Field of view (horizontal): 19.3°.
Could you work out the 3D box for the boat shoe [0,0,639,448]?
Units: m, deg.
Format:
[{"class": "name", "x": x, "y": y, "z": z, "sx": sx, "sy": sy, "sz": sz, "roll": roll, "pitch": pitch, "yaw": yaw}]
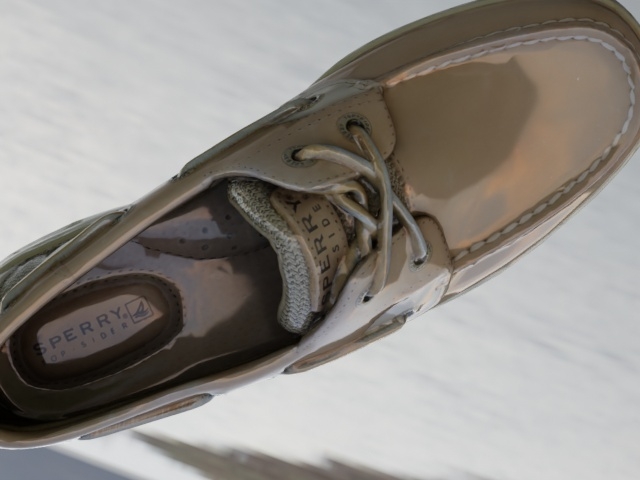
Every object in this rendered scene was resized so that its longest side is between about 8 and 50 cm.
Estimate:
[{"class": "boat shoe", "x": 0.000, "y": 0.000, "z": 0.815, "sx": 0.121, "sy": 0.341, "sz": 0.110, "roll": 60, "pitch": -179, "yaw": -10}]
